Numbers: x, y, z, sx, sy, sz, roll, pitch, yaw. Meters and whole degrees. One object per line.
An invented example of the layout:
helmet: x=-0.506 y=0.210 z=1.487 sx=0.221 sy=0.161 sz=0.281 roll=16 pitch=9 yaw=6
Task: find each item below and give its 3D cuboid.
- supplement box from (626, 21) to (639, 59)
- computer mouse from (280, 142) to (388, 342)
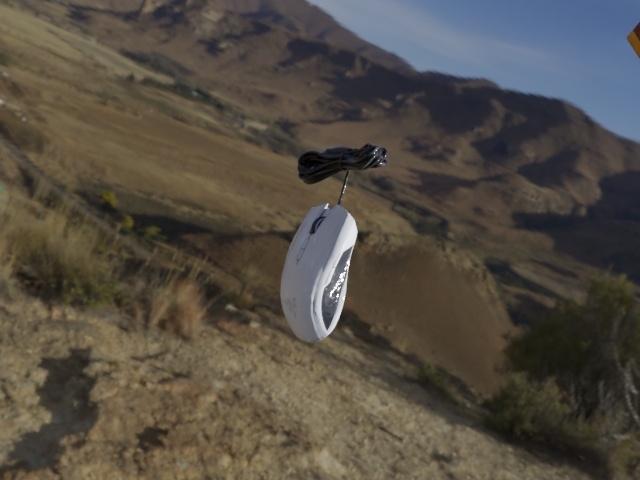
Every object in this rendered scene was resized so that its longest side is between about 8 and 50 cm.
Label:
supplement box: x=0.358 y=-0.171 z=0.566 sx=0.129 sy=0.194 sz=0.191 roll=60 pitch=0 yaw=8
computer mouse: x=0.000 y=0.000 z=0.761 sx=0.106 sy=0.192 sz=0.042 roll=7 pitch=-8 yaw=45
